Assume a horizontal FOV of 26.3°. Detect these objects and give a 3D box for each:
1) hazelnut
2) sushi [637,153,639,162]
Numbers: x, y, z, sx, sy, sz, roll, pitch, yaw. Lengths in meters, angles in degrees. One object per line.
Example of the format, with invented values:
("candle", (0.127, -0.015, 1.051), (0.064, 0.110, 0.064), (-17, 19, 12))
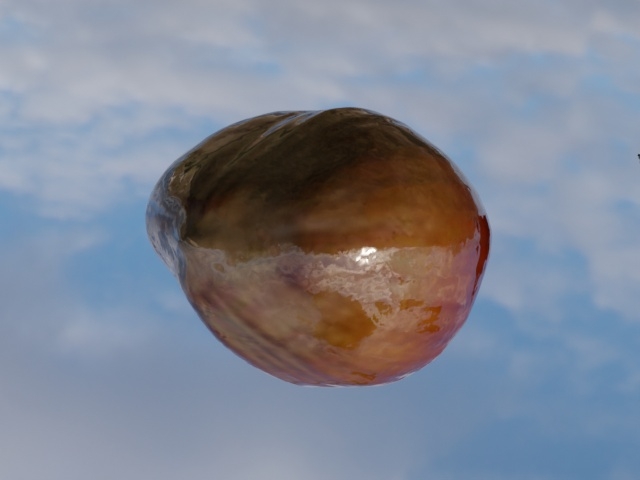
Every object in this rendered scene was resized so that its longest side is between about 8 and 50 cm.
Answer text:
("hazelnut", (-0.003, 0.010, 0.858), (0.210, 0.186, 0.210), (-11, -142, 8))
("sushi", (0.487, 0.014, 1.345), (0.294, 0.059, 0.292), (-14, -120, 4))
